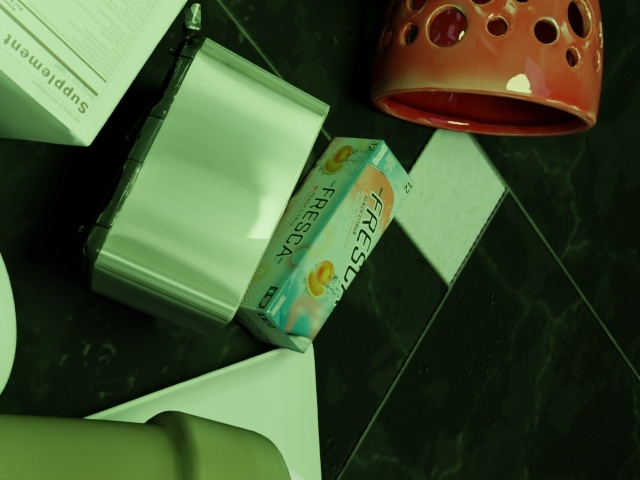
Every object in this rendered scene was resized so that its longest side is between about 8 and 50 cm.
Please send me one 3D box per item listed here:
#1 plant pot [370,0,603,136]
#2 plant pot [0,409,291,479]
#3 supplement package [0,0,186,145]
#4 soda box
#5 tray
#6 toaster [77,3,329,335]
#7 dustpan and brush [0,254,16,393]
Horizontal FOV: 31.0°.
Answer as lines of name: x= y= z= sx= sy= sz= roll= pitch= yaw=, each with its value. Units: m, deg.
plant pot: x=0.147 y=-0.186 z=0.969 sx=0.191 sy=0.191 sz=0.174 roll=12 pitch=86 yaw=-43
plant pot: x=-0.204 y=0.224 z=0.642 sx=0.280 sy=0.323 sz=0.323 roll=20 pitch=82 yaw=-19
supplement package: x=-0.160 y=-0.197 z=0.717 sx=0.139 sy=0.134 sz=0.244 roll=45 pitch=67 yaw=-38
soda box: x=0.000 y=0.000 z=0.948 sx=0.183 sy=0.063 sz=0.058 roll=-56 pitch=129 yaw=-21
tray: x=-0.109 y=0.175 z=0.898 sx=0.270 sy=0.030 sz=0.145 roll=-15 pitch=110 yaw=-41
toaster: x=-0.083 y=-0.035 z=0.776 sx=0.110 sy=0.186 sz=0.168 roll=25 pitch=77 yaw=-7
dustpan and brush: x=-0.242 y=0.097 z=0.754 sx=0.147 sy=0.060 sz=0.211 roll=-39 pitch=115 yaw=-30
